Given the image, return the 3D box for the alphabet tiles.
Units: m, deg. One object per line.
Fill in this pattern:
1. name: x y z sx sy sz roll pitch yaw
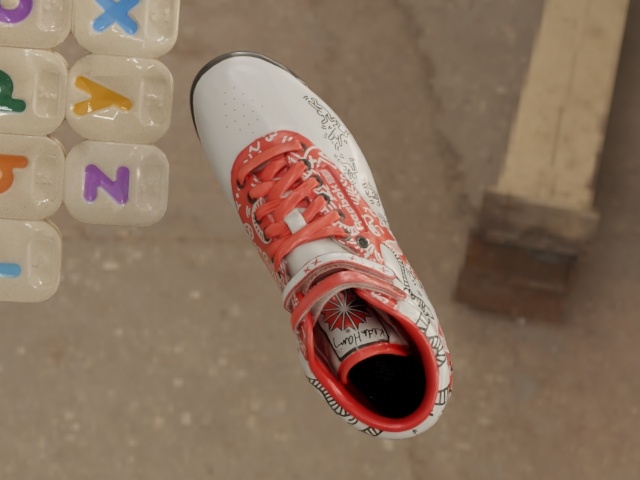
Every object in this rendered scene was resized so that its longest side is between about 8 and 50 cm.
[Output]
1. alphabet tiles: -0.234 -0.102 1.173 0.278 0.284 0.021 4 10 -2

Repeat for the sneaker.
1. sneaker: 0.001 0.000 1.099 0.090 0.270 0.145 -29 2 5
